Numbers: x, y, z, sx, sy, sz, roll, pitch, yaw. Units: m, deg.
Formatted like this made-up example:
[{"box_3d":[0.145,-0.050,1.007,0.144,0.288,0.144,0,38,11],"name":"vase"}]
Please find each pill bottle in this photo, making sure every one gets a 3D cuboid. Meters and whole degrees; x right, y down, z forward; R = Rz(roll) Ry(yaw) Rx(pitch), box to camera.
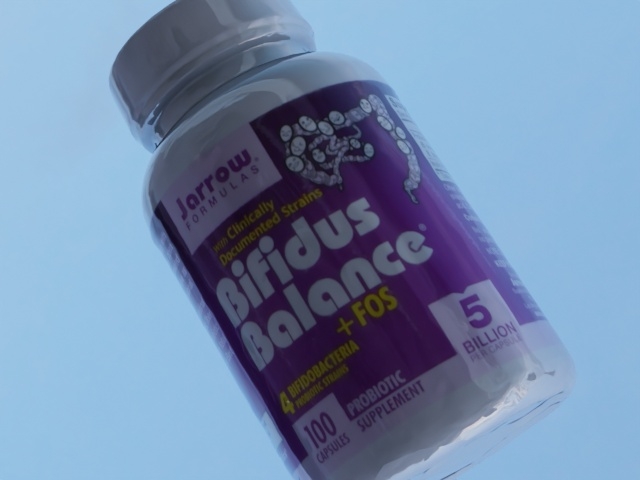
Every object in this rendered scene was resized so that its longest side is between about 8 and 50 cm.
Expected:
[{"box_3d":[0.000,0.000,0.761,0.169,0.169,0.301,-35,-107,9],"name":"pill bottle"}]
